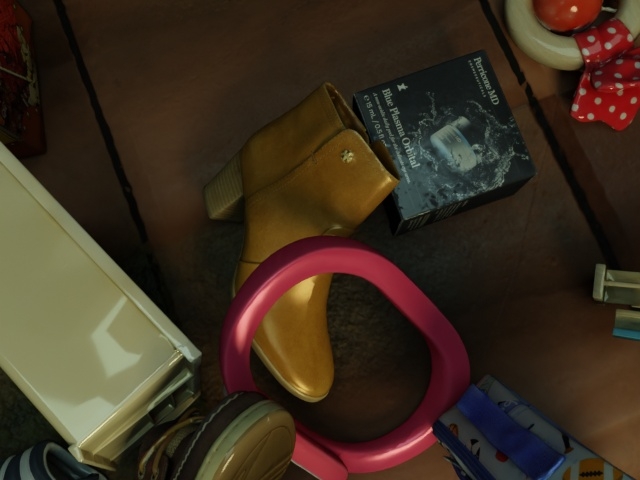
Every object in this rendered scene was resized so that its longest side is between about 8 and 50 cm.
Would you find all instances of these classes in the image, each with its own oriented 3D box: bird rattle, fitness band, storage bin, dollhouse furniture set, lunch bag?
[{"bbox_3d":[0.321,-0.267,0.753,0.207,0.143,0.253,18,95,17],"label":"bird rattle"},{"bbox_3d":[0.029,0.125,0.633,0.209,0.054,0.291,-47,118,-4],"label":"fitness band"},{"bbox_3d":[-0.250,0.085,0.627,0.262,0.260,0.123,44,68,8],"label":"storage bin"},{"bbox_3d":[0.390,0.107,0.678,0.184,0.129,0.129,6,80,28],"label":"dollhouse furniture set"},{"bbox_3d":[0.219,0.244,0.556,0.115,0.303,0.243,-44,98,-4],"label":"lunch bag"}]

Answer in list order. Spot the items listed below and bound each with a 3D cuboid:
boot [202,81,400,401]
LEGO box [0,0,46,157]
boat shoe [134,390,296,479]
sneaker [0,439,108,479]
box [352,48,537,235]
[{"bbox_3d":[0.000,-0.001,0.665,0.211,0.104,0.295,-33,74,28],"label":"boot"},{"bbox_3d":[-0.601,-0.179,0.622,0.500,0.372,0.193,-11,80,0],"label":"LEGO box"},{"bbox_3d":[-0.124,0.222,0.583,0.123,0.342,0.123,42,50,17],"label":"boat shoe"},{"bbox_3d":[-0.275,0.348,0.659,0.153,0.099,0.282,-31,78,-1],"label":"sneaker"},{"bbox_3d":[0.134,-0.109,0.724,0.158,0.093,0.156,-20,80,-2],"label":"box"}]
